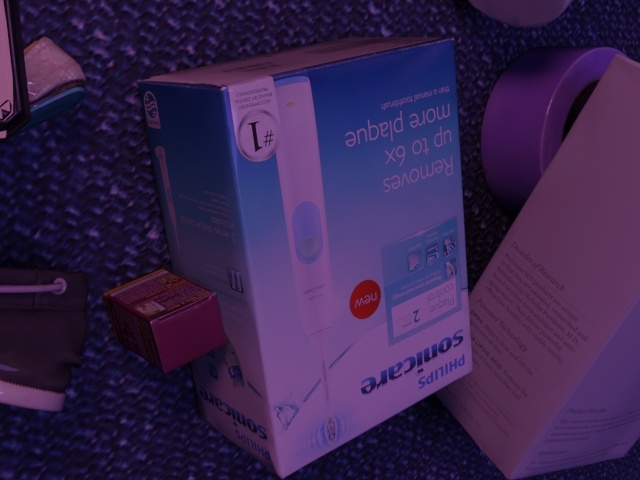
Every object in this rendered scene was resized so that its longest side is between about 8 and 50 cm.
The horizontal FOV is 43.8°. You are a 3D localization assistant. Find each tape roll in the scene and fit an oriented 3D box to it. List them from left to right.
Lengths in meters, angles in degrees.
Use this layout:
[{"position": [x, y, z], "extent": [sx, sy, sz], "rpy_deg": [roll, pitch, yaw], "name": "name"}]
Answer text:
[{"position": [0.264, -0.112, 0.855], "extent": [0.189, 0.080, 0.189], "rpy_deg": [-11, 108, -36], "name": "tape roll"}]

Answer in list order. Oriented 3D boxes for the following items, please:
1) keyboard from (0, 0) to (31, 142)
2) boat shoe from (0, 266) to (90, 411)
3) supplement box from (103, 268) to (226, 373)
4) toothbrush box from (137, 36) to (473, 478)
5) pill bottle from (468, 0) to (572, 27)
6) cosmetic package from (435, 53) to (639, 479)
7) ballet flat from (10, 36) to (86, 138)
[{"position": [-0.304, -0.125, 0.354], "extent": [0.317, 0.033, 0.202], "rpy_deg": [-6, 82, -18], "name": "keyboard"}, {"position": [-0.280, 0.019, 0.441], "extent": [0.335, 0.112, 0.096], "rpy_deg": [27, 71, -44], "name": "boat shoe"}, {"position": [-0.116, 0.057, 0.589], "extent": [0.055, 0.083, 0.043], "rpy_deg": [-23, 114, -32], "name": "supplement box"}, {"position": [0.000, 0.000, 0.642], "extent": [0.216, 0.126, 0.296], "rpy_deg": [-19, 114, -34], "name": "toothbrush box"}, {"position": [0.241, -0.335, 0.729], "extent": [0.278, 0.162, 0.162], "rpy_deg": [-50, 126, -18], "name": "pill bottle"}, {"position": [0.294, 0.037, 0.780], "extent": [0.217, 0.156, 0.385], "rpy_deg": [6, 119, -40], "name": "cosmetic package"}, {"position": [-0.227, -0.075, 0.498], "extent": [0.168, 0.057, 0.052], "rpy_deg": [-38, 94, -30], "name": "ballet flat"}]
